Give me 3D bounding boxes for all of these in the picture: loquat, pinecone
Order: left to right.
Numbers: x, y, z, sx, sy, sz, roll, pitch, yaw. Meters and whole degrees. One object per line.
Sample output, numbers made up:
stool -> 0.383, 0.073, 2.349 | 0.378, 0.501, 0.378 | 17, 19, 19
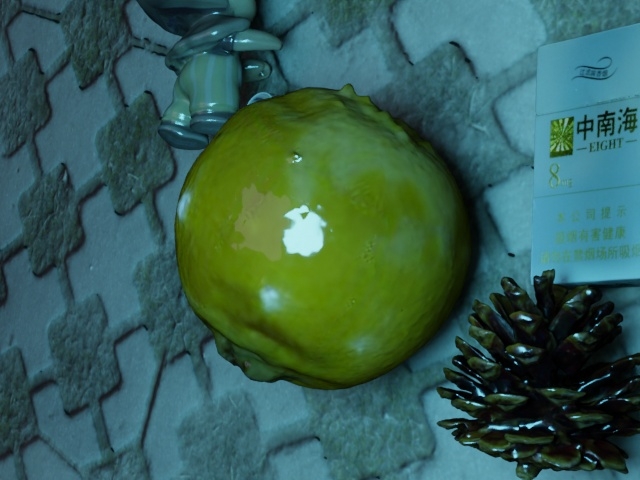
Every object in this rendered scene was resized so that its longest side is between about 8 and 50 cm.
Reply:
loquat -> 0.000, 0.000, 1.387 | 0.328, 0.328, 0.329 | -13, 73, 50
pinecone -> 0.207, 0.124, 1.192 | 0.207, 0.207, 0.208 | -13, 73, 50

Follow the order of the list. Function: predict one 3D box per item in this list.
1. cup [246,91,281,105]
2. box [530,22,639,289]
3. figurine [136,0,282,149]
cup -> -0.033, -0.131, 1.622 | 0.074, 0.099, 0.102 | -55, 46, 30
box -> 0.279, -0.077, 1.245 | 0.155, 0.067, 0.243 | -7, 78, 49
figurine -> -0.158, -0.311, 1.721 | 0.248, 0.203, 0.381 | 134, 135, -68
